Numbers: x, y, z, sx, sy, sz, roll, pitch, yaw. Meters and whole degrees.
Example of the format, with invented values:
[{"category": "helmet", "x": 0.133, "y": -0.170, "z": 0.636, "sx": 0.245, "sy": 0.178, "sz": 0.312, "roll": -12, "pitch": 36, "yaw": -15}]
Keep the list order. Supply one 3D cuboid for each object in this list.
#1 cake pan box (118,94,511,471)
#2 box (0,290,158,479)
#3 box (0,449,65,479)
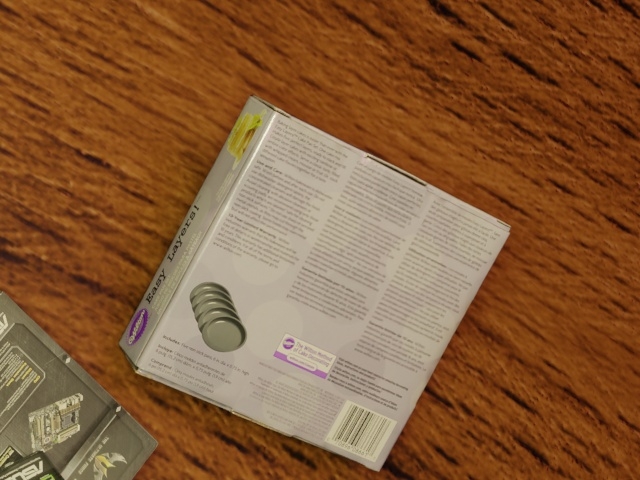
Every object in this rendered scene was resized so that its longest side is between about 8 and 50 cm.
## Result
[{"category": "cake pan box", "x": 0.002, "y": 0.041, "z": 1.593, "sx": 0.267, "sy": 0.070, "sz": 0.245, "roll": 24, "pitch": 98, "yaw": -26}, {"category": "box", "x": -0.260, "y": 0.183, "z": 1.457, "sx": 0.183, "sy": 0.056, "sz": 0.231, "roll": 46, "pitch": 59, "yaw": -17}, {"category": "box", "x": -0.227, "y": 0.265, "z": 1.352, "sx": 0.191, "sy": 0.045, "sz": 0.184, "roll": -27, "pitch": 69, "yaw": -35}]
